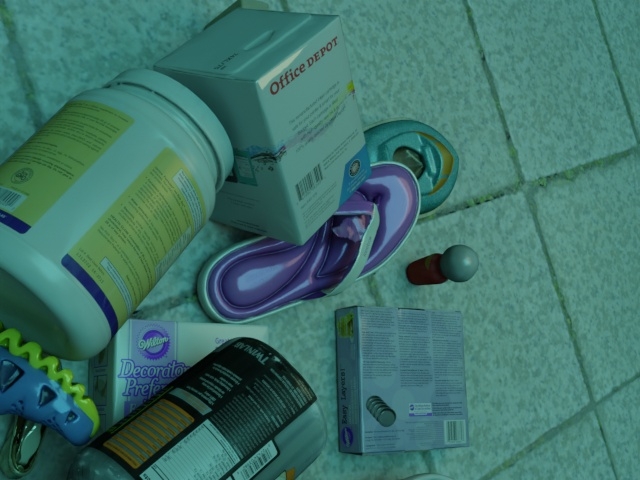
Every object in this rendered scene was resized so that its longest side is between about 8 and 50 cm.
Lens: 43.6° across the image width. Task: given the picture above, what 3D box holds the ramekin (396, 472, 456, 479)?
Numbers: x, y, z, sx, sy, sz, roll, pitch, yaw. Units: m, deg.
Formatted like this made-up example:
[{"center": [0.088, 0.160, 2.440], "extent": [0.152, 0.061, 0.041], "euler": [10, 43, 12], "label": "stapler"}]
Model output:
[{"center": [0.140, 0.511, 1.281], "extent": [0.273, 0.127, 0.273], "euler": [9, 74, -35], "label": "ramekin"}]

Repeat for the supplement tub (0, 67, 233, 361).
[{"center": [-0.285, -0.041, 1.021], "extent": [0.241, 0.241, 0.331], "euler": [47, 56, -19], "label": "supplement tub"}]

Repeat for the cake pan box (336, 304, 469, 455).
[{"center": [0.150, 0.241, 1.391], "extent": [0.267, 0.070, 0.245], "euler": [6, 78, -36], "label": "cake pan box"}]

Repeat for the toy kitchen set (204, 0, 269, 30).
[{"center": [-0.068, -0.279, 1.314], "extent": [0.207, 0.122, 0.166], "euler": [2, 78, -36], "label": "toy kitchen set"}]

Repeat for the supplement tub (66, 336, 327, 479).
[{"center": [-0.158, 0.273, 0.953], "extent": [0.316, 0.193, 0.193], "euler": [-35, 101, -35], "label": "supplement tub"}]

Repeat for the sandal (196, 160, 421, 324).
[{"center": [0.008, 0.013, 1.253], "extent": [0.416, 0.102, 0.169], "euler": [-33, 101, -19], "label": "sandal"}]

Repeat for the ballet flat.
[{"center": [-0.361, 0.220, 1.020], "extent": [0.057, 0.052, 0.168], "euler": [22, 67, -32], "label": "ballet flat"}]

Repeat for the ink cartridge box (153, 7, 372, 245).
[{"center": [-0.075, -0.173, 1.172], "extent": [0.198, 0.197, 0.270], "euler": [-46, 137, -35], "label": "ink cartridge box"}]

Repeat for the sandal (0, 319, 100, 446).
[{"center": [-0.407, 0.156, 0.939], "extent": [0.317, 0.126, 0.138], "euler": [32, 67, 0], "label": "sandal"}]

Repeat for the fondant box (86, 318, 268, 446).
[{"center": [-0.193, 0.280, 1.106], "extent": [0.238, 0.096, 0.330], "euler": [7, 74, -35], "label": "fondant box"}]

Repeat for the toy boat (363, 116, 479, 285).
[{"center": [0.182, -0.072, 1.437], "extent": [0.267, 0.148, 0.318], "euler": [-19, 90, -38], "label": "toy boat"}]
